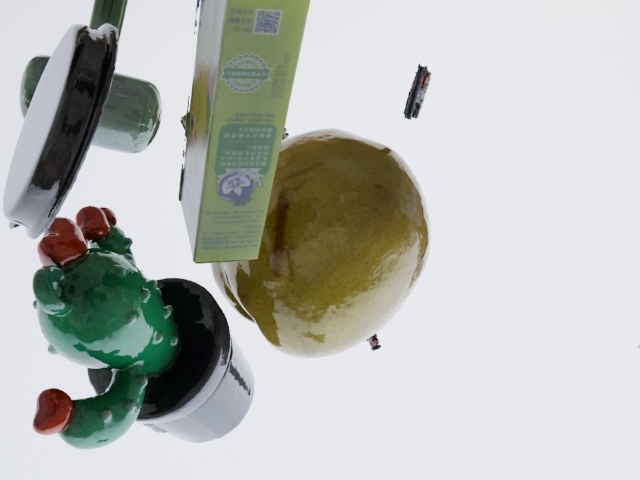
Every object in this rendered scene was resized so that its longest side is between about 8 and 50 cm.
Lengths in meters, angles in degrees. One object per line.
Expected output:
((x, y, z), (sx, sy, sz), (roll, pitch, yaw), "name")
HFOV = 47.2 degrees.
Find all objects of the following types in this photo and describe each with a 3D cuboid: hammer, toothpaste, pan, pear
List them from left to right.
((-0.184, -0.053, 0.475), (0.028, 0.235, 0.136), (19, -117, -27), "pan")
((-0.322, -0.309, 1.100), (0.206, 0.119, 0.336), (11, -89, -13), "hammer")
((-0.086, -0.128, 0.737), (0.077, 0.327, 0.110), (-4, -136, -21), "toothpaste")
((0.000, 0.000, 1.027), (0.314, 0.314, 0.314), (-1, -127, 2), "pear")

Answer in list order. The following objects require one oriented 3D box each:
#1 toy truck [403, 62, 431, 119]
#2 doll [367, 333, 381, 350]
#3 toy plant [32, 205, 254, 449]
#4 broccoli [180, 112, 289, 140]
((0.140, -0.216, 1.060), (0.024, 0.083, 0.032), (27, -148, 17), "toy truck")
((0.085, 0.127, 1.365), (0.057, 0.169, 0.109), (-8, -150, -8), "doll")
((-0.213, 0.129, 0.879), (0.185, 0.400, 0.280), (8, -118, 22), "toy plant")
((-0.167, -0.188, 1.508), (0.242, 0.180, 0.273), (-25, -96, -42), "broccoli")
